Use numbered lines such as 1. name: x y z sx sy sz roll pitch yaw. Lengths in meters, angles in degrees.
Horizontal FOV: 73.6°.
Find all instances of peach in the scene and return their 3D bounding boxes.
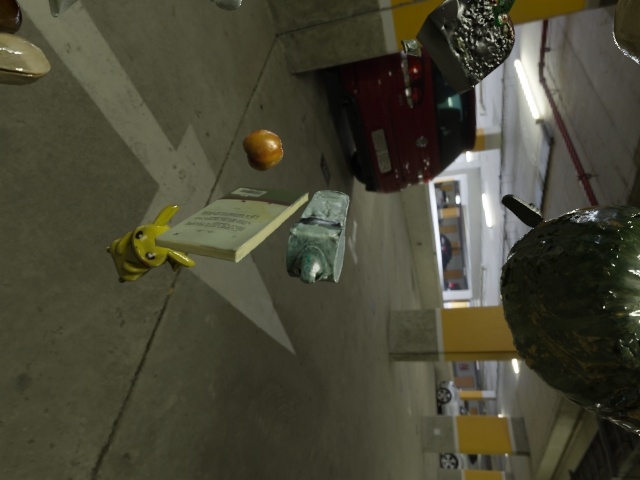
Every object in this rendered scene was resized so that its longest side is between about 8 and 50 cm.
1. peach: -0.191 -0.304 1.441 0.138 0.138 0.138 -6 90 -74

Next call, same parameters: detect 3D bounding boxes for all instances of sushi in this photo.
1. sushi: 0.429 -0.579 1.217 0.227 0.212 0.215 49 11 -6

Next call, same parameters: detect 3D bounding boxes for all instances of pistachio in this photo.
1. pistachio: -0.757 -0.431 1.026 0.185 0.125 0.124 -34 119 -46

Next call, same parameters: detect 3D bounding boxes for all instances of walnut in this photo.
1. walnut: -0.808 -0.588 1.023 0.245 0.137 0.137 116 -28 -79

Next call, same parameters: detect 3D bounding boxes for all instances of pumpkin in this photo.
1. pumpkin: 0.413 0.105 0.585 0.257 0.328 0.291 108 -2 -70

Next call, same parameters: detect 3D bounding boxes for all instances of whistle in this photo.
1. whistle: -0.001 -0.026 1.474 0.188 0.168 0.404 72 26 -66

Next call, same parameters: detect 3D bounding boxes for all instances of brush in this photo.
1. brush: 0.229 -0.467 1.033 0.034 0.028 0.190 67 28 -10

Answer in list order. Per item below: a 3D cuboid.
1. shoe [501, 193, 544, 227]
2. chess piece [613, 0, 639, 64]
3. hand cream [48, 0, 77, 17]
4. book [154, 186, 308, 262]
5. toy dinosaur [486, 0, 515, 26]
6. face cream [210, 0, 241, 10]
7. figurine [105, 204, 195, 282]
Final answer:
1. shoe: 0.706 -0.113 1.479 0.179 0.071 0.049 34 61 -11
2. chess piece: 0.310 -0.249 0.292 0.142 0.143 0.260 -64 172 -61
3. hand cream: -0.356 -0.537 0.720 0.118 0.359 0.185 -13 88 -65
4. book: -0.172 -0.049 0.892 0.289 0.201 0.026 -46 138 -51
5. toy dinosaur: 0.329 -0.411 0.758 0.021 0.083 0.062 -38 128 -19
6. face cream: -0.259 -0.785 1.212 0.145 0.146 0.369 50 34 -63
7. figurine: -0.587 0.037 1.474 0.169 0.327 0.218 -27 93 -53
